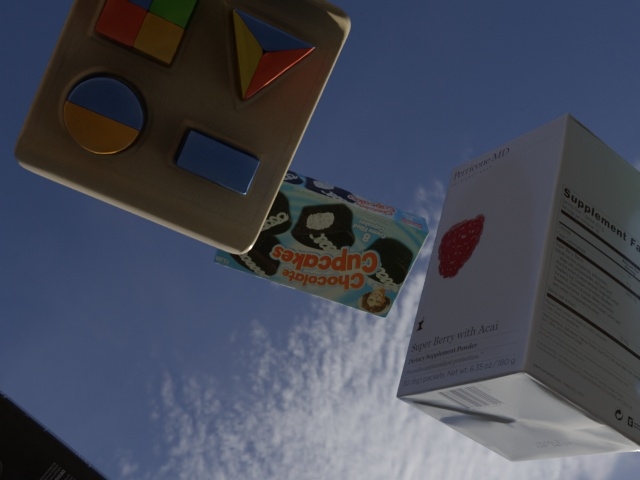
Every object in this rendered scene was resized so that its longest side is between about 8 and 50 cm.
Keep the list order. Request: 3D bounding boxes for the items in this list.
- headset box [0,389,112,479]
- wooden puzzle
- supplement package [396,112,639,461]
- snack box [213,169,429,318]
[{"bbox_3d":[-0.266,0.279,0.721,0.293,0.110,0.218,42,-110,-5],"label":"headset box"},{"bbox_3d":[-0.168,-0.183,1.044,0.322,0.080,0.348,23,-80,-14],"label":"wooden puzzle"},{"bbox_3d":[0.225,0.053,0.880,0.175,0.293,0.177,32,-33,-23],"label":"supplement package"},{"bbox_3d":[0.000,0.000,1.451,0.322,0.060,0.187,18,-63,-9],"label":"snack box"}]
